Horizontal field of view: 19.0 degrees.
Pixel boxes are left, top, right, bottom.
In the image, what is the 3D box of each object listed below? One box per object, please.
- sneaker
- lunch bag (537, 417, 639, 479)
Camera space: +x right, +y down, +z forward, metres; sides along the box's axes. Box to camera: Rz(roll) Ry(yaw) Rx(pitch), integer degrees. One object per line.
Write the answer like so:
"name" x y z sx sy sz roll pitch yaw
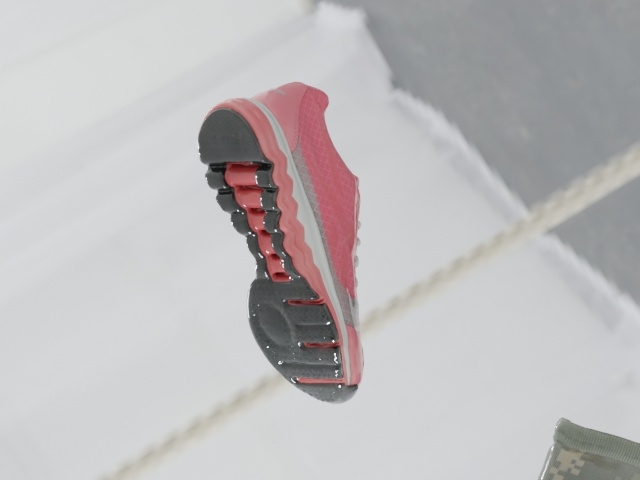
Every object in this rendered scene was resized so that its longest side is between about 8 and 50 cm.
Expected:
"sneaker" 0.000 0.000 1.762 0.116 0.136 0.314 6 119 46
"lunch bag" 0.205 0.257 1.035 0.169 0.235 0.287 15 167 41
